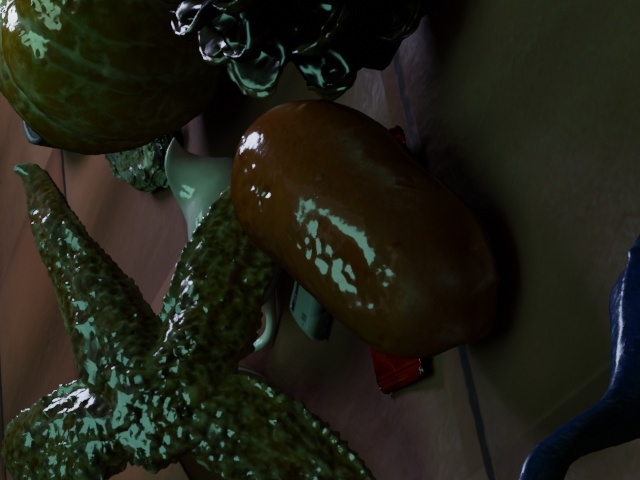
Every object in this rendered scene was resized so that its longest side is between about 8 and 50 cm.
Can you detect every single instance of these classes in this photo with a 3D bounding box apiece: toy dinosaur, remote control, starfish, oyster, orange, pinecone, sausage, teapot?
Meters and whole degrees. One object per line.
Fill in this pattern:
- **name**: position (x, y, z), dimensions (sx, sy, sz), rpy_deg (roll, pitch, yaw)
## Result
- **toy dinosaur**: position (0.153, 0.031, 0.743), dimensions (0.075, 0.188, 0.248), rpy_deg (-39, 49, 51)
- **remote control**: position (0.000, 0.000, 1.307), dimensions (0.065, 0.029, 0.166), rpy_deg (-129, 47, -57)
- **starfish**: position (-0.110, 0.100, 1.208), dimensions (0.398, 0.132, 0.384), rpy_deg (-13, 63, 29)
- **oyster**: position (-0.215, -0.114, 1.805), dimensions (0.177, 0.064, 0.125), rpy_deg (13, 113, 57)
- **orange**: position (-0.216, -0.250, 1.584), dimensions (0.329, 0.249, 0.329), rpy_deg (-10, 79, 62)
- **pinecone**: position (-0.032, -0.234, 1.140), dimensions (0.243, 0.257, 0.244), rpy_deg (-52, 28, 42)
- **sausage**: position (0.028, -0.014, 1.088), dimensions (0.258, 0.133, 0.133), rpy_deg (44, 128, 41)
- **teapot**: position (-0.076, 0.006, 1.392), dimensions (0.145, 0.092, 0.226), rpy_deg (-70, -28, -64)

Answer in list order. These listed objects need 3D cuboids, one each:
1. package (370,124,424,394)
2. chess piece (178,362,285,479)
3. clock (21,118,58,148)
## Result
- **package**: position (0.055, 0.016, 1.186), dimensions (0.083, 0.022, 0.201), rpy_deg (145, 124, -62)
- **chess piece**: position (-0.115, 0.145, 1.438), dimensions (0.124, 0.138, 0.307), rpy_deg (-68, 22, 4)
- **clock**: position (-0.378, -0.292, 2.204), dimensions (0.325, 0.067, 0.325), rpy_deg (-177, 90, -67)
